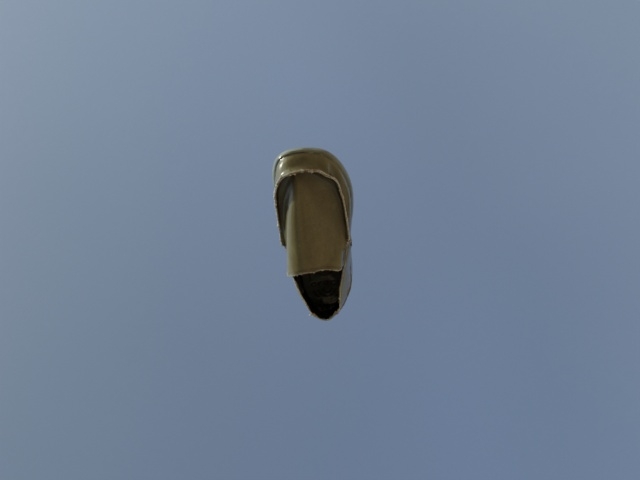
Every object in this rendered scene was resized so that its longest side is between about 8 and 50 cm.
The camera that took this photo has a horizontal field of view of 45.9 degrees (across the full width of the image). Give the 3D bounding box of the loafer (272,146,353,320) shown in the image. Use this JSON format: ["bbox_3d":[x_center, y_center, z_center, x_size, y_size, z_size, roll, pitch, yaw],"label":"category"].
[{"bbox_3d":[0.000,0.000,0.904,0.087,0.095,0.251,-91,-10,-47],"label":"loafer"}]
